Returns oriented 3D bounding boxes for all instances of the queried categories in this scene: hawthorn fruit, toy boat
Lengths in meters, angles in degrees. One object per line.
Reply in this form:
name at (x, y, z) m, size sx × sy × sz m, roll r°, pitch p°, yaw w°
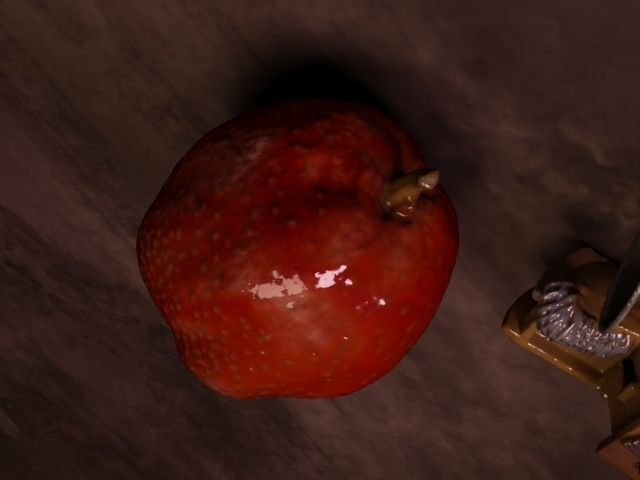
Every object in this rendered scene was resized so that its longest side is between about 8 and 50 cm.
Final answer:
hawthorn fruit at (0.000, 0.000, 1.205) m, size 0.253 × 0.205 × 0.205 m, roll -20°, pitch 122°, yaw 43°
toy boat at (0.268, 0.127, 1.244) m, size 0.321 × 0.121 × 0.089 m, roll 35°, pitch 140°, yaw -7°

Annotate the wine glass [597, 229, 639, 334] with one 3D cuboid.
wine glass at (0.304, 0.065, 1.154) m, size 0.231 × 0.103 × 0.103 m, roll 26°, pitch 146°, yaw -1°
